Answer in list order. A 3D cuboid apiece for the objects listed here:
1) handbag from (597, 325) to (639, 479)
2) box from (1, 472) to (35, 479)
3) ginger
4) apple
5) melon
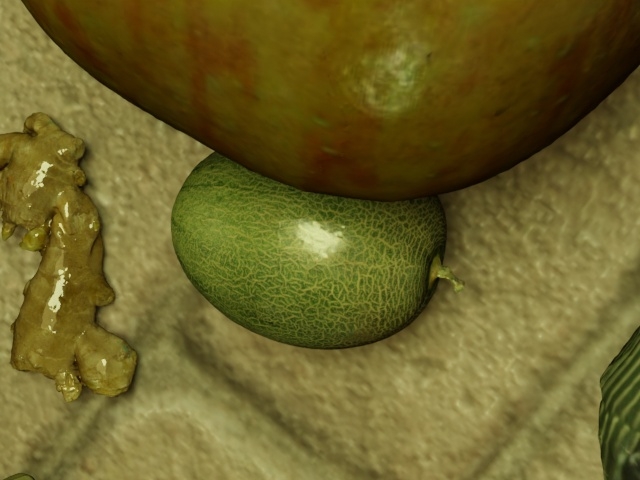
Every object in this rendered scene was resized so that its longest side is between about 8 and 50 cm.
[{"bbox_3d":[0.318,0.127,0.637,0.341,0.240,0.247,39,102,10],"label":"handbag"},{"bbox_3d":[-0.215,0.313,0.863,0.211,0.045,0.270,-31,84,35],"label":"box"},{"bbox_3d":[-0.198,0.006,0.868,0.193,0.052,0.176,24,104,14],"label":"ginger"},{"bbox_3d":[0.021,-0.209,0.639,0.400,0.333,0.400,3,53,-4],"label":"apple"},{"bbox_3d":[0.000,0.000,0.770,0.192,0.139,0.139,15,96,20],"label":"melon"}]
